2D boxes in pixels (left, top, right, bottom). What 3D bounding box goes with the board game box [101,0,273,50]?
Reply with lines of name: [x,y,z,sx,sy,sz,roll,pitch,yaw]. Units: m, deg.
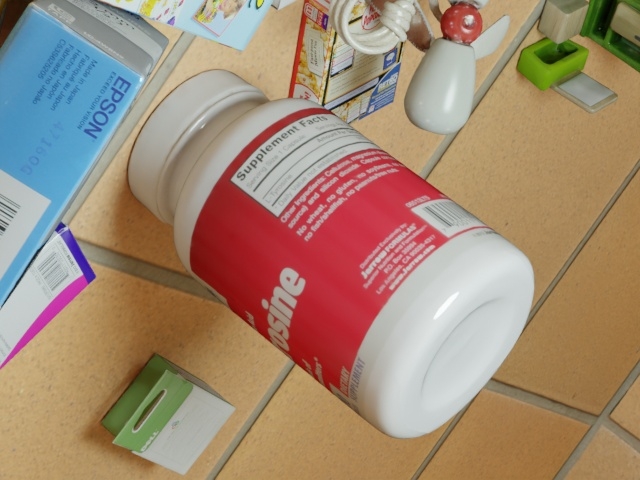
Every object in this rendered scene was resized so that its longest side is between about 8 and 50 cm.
board game box: [-0.149,-0.282,1.673,0.144,0.142,0.275,-58,153,11]

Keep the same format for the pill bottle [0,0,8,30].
pill bottle: [-0.318,-0.191,1.519,0.136,0.136,0.245,-21,140,-47]

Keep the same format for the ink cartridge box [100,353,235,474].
ink cartridge box: [-0.193,0.205,2.308,0.109,0.062,0.209,-52,154,-1]

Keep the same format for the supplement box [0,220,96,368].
supplement box: [-0.339,0.057,1.828,0.220,0.114,0.111,-46,154,-15]

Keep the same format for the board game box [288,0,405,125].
board game box: [0.036,-0.213,2.170,0.147,0.045,0.193,-31,147,-37]

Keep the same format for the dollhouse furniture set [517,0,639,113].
dollhouse furniture set: [0.399,-0.330,2.492,0.197,0.151,0.301,-29,145,-39]

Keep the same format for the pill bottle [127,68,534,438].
pill bottle: [0.000,0.000,1.968,0.229,0.408,0.229,-38,150,-27]

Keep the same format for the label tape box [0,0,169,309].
label tape box: [-0.237,-0.089,1.632,0.249,0.115,0.347,-57,-176,11]

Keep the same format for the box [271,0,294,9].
box: [0.005,-0.343,1.967,0.145,0.038,0.186,-33,147,-35]

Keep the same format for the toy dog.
toy dog: [0.140,-0.292,2.076,0.220,0.161,0.333,38,82,-20]
